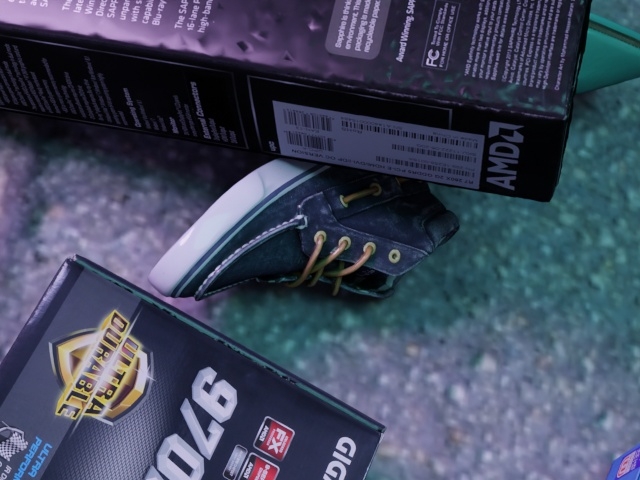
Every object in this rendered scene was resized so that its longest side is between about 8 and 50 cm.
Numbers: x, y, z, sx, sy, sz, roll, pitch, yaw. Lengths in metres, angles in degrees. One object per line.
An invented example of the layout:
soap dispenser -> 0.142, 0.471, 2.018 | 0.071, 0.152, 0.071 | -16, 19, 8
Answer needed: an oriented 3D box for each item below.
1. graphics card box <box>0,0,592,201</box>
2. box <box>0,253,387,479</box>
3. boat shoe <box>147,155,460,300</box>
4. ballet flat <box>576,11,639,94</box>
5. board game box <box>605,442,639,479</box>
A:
graphics card box -> -0.046, -0.165, 0.771 | 0.370, 0.094, 0.233 | 9, 65, 8
box -> -0.087, 0.134, 0.694 | 0.175, 0.051, 0.220 | 30, 50, -4
boat shoe -> 0.000, 0.000, 0.787 | 0.083, 0.065, 0.183 | 50, 46, 6
ballet flat -> 0.065, -0.112, 0.883 | 0.247, 0.083, 0.087 | 20, 84, -10
board game box -> 0.217, 0.220, 0.782 | 0.210, 0.047, 0.160 | 32, 58, -3
